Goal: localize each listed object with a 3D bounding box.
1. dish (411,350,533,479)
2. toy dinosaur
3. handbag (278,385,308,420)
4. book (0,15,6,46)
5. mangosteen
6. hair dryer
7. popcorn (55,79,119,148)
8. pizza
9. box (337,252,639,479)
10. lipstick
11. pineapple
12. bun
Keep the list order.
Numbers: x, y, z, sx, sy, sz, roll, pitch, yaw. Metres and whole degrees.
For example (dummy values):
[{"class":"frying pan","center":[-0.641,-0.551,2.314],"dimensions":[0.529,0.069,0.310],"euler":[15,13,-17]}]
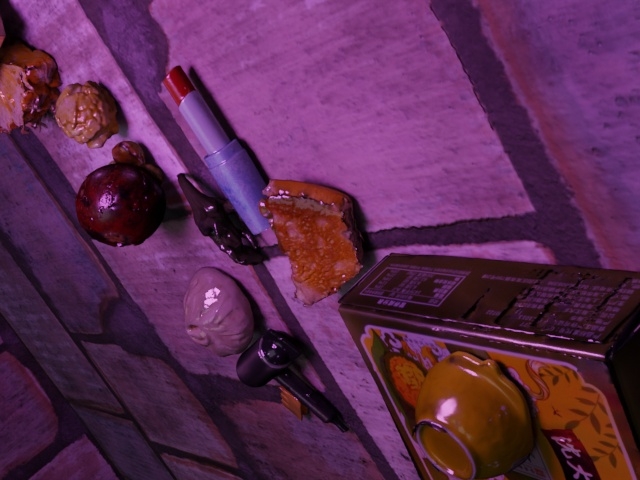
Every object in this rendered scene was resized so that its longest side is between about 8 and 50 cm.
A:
[{"class":"dish","center":[0.163,0.217,0.951],"dimensions":[0.149,0.080,0.207],"euler":[32,147,27]},{"class":"toy dinosaur","center":[-0.186,-0.021,1.397],"dimensions":[0.179,0.087,0.187],"euler":[7,128,47]},{"class":"handbag","center":[-0.054,0.321,1.660],"dimensions":[0.061,0.027,0.083],"euler":[33,147,24]},{"class":"book","center":[-0.646,-0.359,1.541],"dimensions":[0.242,0.018,0.170],"euler":[-44,60,40]},{"class":"mangosteen","center":[-0.348,-0.079,1.476],"dimensions":[0.166,0.180,0.166],"euler":[14,155,7]},{"class":"hair dryer","center":[-0.030,0.271,1.552],"dimensions":[0.248,0.078,0.195],"euler":[40,149,-3]},{"class":"popcorn","center":[-0.404,-0.224,1.448],"dimensions":[0.116,0.120,0.106],"euler":[24,108,-4]},{"class":"pizza","center":[0.000,0.000,1.208],"dimensions":[0.147,0.069,0.226],"euler":[-3,128,28]},{"class":"box","center":[0.258,0.209,1.034],"dimensions":[0.420,0.138,0.372],"euler":[6,129,50]},{"class":"lipstick","center":[-0.151,-0.137,1.246],"dimensions":[0.068,0.061,0.274],"euler":[-8,118,58]},{"class":"pineapple","center":[-0.578,-0.305,1.587],"dimensions":[0.186,0.114,0.236],"euler":[50,139,-1]},{"class":"bun","center":[-0.208,0.142,1.570],"dimensions":[0.183,0.102,0.183],"euler":[35,139,38]}]
